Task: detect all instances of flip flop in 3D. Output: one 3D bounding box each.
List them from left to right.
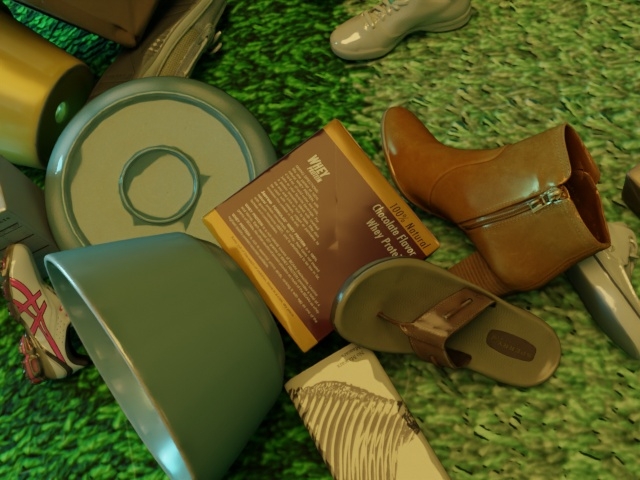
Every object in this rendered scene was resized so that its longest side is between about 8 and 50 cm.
[{"bbox_3d":[0.146,0.098,0.768,0.277,0.080,0.112,22,98,-14],"label":"flip flop"}]

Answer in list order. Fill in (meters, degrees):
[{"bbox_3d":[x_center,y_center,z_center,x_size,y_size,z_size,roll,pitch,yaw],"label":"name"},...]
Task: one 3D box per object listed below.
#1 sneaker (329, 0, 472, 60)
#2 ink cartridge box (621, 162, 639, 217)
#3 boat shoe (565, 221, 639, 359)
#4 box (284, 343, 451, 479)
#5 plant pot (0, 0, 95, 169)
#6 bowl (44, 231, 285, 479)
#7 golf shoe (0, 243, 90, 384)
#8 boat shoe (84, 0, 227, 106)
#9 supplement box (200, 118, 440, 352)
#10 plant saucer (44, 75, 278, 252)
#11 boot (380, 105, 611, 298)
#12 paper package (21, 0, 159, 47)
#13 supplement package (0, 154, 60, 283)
[{"bbox_3d":[0.110,-0.330,1.021,0.212,0.094,0.080,-19,66,4],"label":"sneaker"},{"bbox_3d":[0.495,-0.034,0.801,0.193,0.088,0.234,-37,64,5],"label":"ink cartridge box"},{"bbox_3d":[0.322,0.010,0.826,0.084,0.095,0.258,-27,65,4],"label":"boat shoe"},{"bbox_3d":[0.075,0.253,0.773,0.113,0.094,0.275,-31,64,-4],"label":"box"},{"bbox_3d":[-0.469,-0.220,1.027,0.239,0.254,0.254,21,72,4],"label":"plant pot"},{"bbox_3d":[-0.155,0.113,0.798,0.163,0.311,0.311,-33,63,-24],"label":"bowl"},{"bbox_3d":[-0.355,0.089,0.925,0.086,0.067,0.186,-14,102,-10],"label":"golf shoe"},{"bbox_3d":[-0.231,-0.267,1.075,0.118,0.103,0.320,7,61,36],"label":"boat shoe"},{"bbox_3d":[0.000,0.000,0.852,0.194,0.129,0.191,-38,84,-6],"label":"supplement box"},{"bbox_3d":[-0.208,-0.070,0.941,0.318,0.044,0.317,0,83,-3],"label":"plant saucer"},{"bbox_3d":[0.200,-0.083,0.831,0.211,0.104,0.295,-39,66,43],"label":"boot"},{"bbox_3d":[-0.430,-0.427,1.009,0.325,0.310,0.168,30,100,41],"label":"paper package"},{"bbox_3d":[-0.423,-0.023,0.953,0.105,0.179,0.105,-26,64,0],"label":"supplement package"}]
